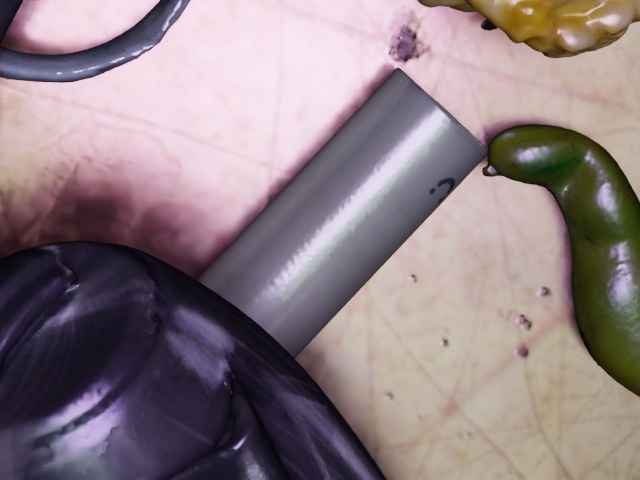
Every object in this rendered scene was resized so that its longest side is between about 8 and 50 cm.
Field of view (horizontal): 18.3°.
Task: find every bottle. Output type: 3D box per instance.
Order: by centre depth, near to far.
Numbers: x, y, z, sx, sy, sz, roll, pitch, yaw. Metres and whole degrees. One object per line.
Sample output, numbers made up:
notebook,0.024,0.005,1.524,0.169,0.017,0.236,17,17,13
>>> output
bottle,0.000,0.000,1.103,0.072,0.072,0.201,42,94,-8

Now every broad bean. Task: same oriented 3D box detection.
broad bean,0.168,0.022,1.128,0.070,0.048,0.214,-33,99,0

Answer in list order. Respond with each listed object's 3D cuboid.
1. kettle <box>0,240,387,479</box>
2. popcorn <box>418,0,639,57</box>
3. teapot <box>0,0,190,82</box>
kettle,-0.113,0.130,1.006,0.228,0.321,0.324,-50,133,-26
popcorn,0.109,-0.177,1.033,0.180,0.180,0.170,36,133,-8
teapot,-0.177,-0.197,1.010,0.270,0.200,0.337,27,94,-20
